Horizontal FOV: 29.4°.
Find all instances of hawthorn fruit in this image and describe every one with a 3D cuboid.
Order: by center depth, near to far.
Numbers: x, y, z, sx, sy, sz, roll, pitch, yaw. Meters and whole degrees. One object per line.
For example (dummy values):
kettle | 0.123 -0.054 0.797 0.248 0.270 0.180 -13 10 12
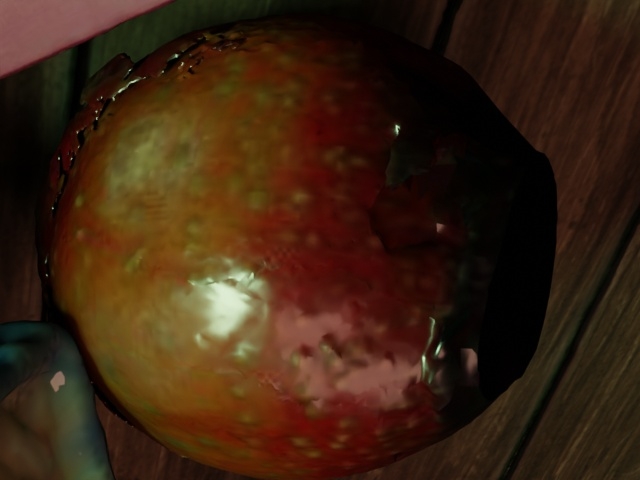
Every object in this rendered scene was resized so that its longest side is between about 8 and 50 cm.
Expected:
hawthorn fruit | -0.008 0.005 0.720 0.316 0.316 0.316 -14 137 -13

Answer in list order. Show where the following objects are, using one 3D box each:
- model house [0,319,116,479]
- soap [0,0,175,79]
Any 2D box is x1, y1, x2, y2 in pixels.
model house | -0.357 0.164 0.575 0.395 0.400 0.445 -6 150 29
soap | -0.214 -0.179 0.557 0.359 0.128 0.233 -24 140 -1
